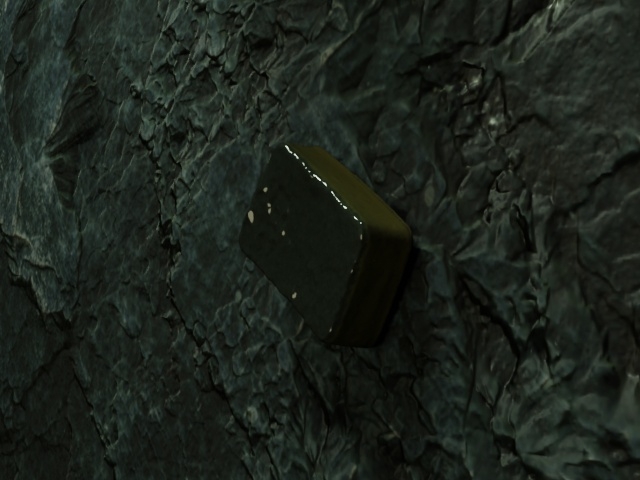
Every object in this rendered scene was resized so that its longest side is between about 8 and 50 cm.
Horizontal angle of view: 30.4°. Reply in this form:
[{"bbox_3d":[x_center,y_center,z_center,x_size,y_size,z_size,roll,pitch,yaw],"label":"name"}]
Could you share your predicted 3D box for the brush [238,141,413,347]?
[{"bbox_3d":[0.000,0.000,1.073,0.197,0.059,0.123,45,121,48],"label":"brush"}]
